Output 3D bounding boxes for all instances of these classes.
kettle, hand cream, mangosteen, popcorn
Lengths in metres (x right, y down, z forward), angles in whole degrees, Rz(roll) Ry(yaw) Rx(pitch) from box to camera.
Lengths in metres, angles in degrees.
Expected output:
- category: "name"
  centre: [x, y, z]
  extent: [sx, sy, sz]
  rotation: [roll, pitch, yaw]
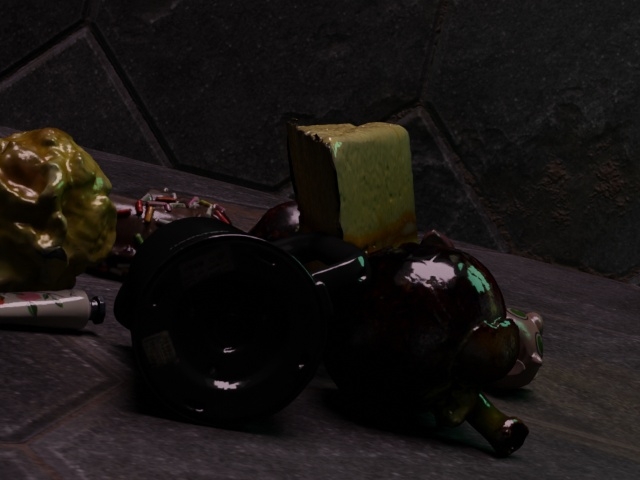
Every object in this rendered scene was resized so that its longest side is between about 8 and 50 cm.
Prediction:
- category: "kettle"
  centre: [-0.103, 0.052, 1.545]
  extent: [0.203, 0.262, 0.308]
  rotation: [43, -2, -14]
- category: "hand cream"
  centre: [-0.376, 0.083, 1.639]
  extent: [0.234, 0.050, 0.080]
  rotation: [2, 16, -30]
- category: "mangosteen"
  centre: [0.130, 0.138, 1.609]
  extent: [0.231, 0.231, 0.289]
  rotation: [4, 50, -52]
- category: "popcorn"
  centre: [-0.392, -0.029, 1.779]
  extent: [0.249, 0.249, 0.225]
  rotation: [12, 21, -12]
- category: "mangosteen"
  centre: [-0.043, 0.014, 2.314]
  extent: [0.172, 0.172, 0.184]
  rotation: [13, -12, -2]

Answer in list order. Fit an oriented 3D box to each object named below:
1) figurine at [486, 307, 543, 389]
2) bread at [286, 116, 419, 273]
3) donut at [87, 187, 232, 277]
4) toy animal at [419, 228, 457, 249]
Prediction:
- category: "figurine"
  centre: [0.263, 0.150, 1.926]
  extent: [0.125, 0.125, 0.138]
  rotation: [16, 6, 22]
- category: "bread"
  centre: [0.000, 0.000, 1.871]
  extent: [0.242, 0.345, 0.405]
  rotation: [2, 14, 25]
- category: "donut"
  centre: [-0.271, -0.011, 2.190]
  extent: [0.259, 0.136, 0.345]
  rotation: [15, 8, 36]
- category: "toy animal"
  centre: [0.162, 0.082, 1.900]
  extent: [0.090, 0.195, 0.324]
  rotation: [17, 4, 20]
